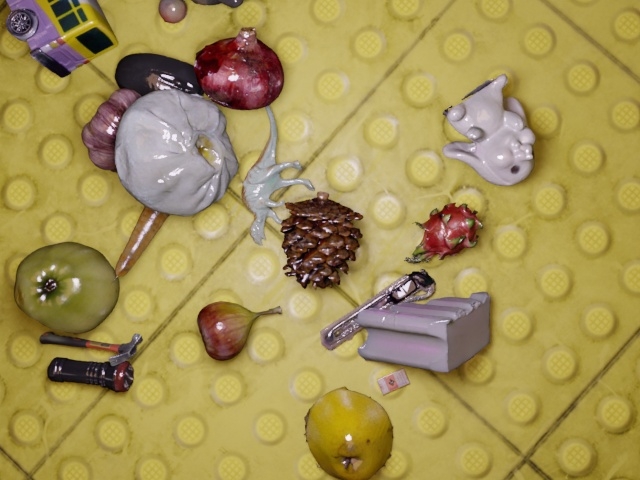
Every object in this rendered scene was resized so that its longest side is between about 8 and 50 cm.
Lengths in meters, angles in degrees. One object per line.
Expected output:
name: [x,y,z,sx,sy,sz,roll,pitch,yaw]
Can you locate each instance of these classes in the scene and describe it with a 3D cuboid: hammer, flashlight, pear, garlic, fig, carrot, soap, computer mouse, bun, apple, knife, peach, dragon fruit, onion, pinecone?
hammer: [-0.658,0.293,1.808,0.287,0.111,0.033,6,126,12]
flashlight: [-0.650,0.375,1.802,0.231,0.093,0.093,3,88,9]
pear: [0.082,0.535,1.706,0.266,0.178,0.267,0,86,-1]
garlic: [-0.524,-0.287,1.739,0.160,0.245,0.245,36,90,21]
fig: [-0.234,0.231,1.773,0.230,0.143,0.160,-22,82,-41]
carrot: [-0.502,-0.006,1.771,0.078,0.078,0.298,25,69,4]
soap: [0.288,0.237,1.752,0.302,0.257,0.159,3,108,44]
computer mouse: [-0.467,-0.461,1.821,0.269,0.086,0.138,16,89,3]
bun: [-0.366,-0.226,1.673,0.194,0.354,0.355,7,87,41]
apple: [-0.685,0.128,1.735,0.278,0.279,0.280,0,88,3]
knife: [0.157,0.195,1.779,0.365,0.043,0.089,-32,85,2]
peach: [-0.425,-0.664,1.831,0.083,0.083,0.083,0,88,3]
dragon fruit: [0.325,-0.015,1.741,0.235,0.135,0.137,-25,92,19]
onion: [-0.213,-0.472,1.724,0.251,0.252,0.219,18,125,4]
pinecone: [0.000,0.000,1.714,0.224,0.224,0.273,2,108,3]

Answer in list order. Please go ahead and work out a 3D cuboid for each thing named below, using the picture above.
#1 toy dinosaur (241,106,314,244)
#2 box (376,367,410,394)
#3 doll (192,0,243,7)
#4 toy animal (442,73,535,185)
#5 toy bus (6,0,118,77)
toy dinosaur: [-0.132,-0.191,1.791,0.205,0.092,0.394,-10,96,9]
box: [0.203,0.394,1.783,0.083,0.012,0.046,-23,88,1]
doll: [-0.337,-0.796,1.697,0.382,0.379,0.253,20,72,0]
toy animal: [0.449,-0.281,1.722,0.248,0.174,0.290,-14,86,-9]
toy bus: [-0.772,-0.719,1.786,0.249,0.209,0.440,-28,87,0]
